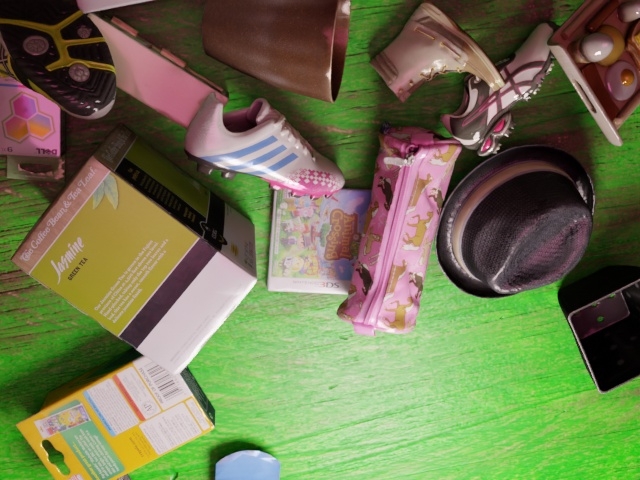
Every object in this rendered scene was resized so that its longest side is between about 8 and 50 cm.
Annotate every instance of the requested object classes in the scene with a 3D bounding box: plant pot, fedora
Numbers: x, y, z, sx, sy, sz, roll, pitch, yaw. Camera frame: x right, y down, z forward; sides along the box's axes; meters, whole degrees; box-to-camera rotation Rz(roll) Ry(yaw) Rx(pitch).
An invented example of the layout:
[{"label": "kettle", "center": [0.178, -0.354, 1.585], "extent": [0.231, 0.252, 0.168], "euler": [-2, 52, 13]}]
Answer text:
[{"label": "plant pot", "center": [0.570, 0.151, 1.681], "extent": [0.188, 0.167, 0.188], "euler": [-26, 108, 3]}, {"label": "fedora", "center": [0.385, -0.009, 1.600], "extent": [0.333, 0.152, 0.334], "euler": [-5, 115, -11]}, {"label": "plant pot", "center": [-0.077, -0.355, 1.458], "extent": [0.230, 0.215, 0.216], "euler": [8, 106, 6]}]

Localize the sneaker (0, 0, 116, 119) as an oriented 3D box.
[{"label": "sneaker", "center": [-0.470, -0.318, 1.394], "extent": [0.384, 0.147, 0.145], "euler": [42, 59, 15]}]

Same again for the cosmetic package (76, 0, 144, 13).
[{"label": "cosmetic package", "center": [-0.214, -0.501, 1.354], "extent": [0.384, 0.156, 0.217], "euler": [-4, 109, 17]}]

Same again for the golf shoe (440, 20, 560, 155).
[{"label": "golf shoe", "center": [0.332, -0.290, 1.562], "extent": [0.120, 0.105, 0.273], "euler": [31, 100, -6]}]

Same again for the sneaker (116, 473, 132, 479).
[{"label": "sneaker", "center": [-0.453, 0.517, 1.745], "extent": [0.166, 0.065, 0.076], "euler": [-25, 91, -2]}]

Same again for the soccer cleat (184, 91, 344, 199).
[{"label": "soccer cleat", "center": [-0.075, -0.164, 1.494], "extent": [0.331, 0.116, 0.143], "euler": [9, 113, -37]}]

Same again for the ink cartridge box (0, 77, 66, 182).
[{"label": "ink cartridge box", "center": [-0.509, -0.202, 1.517], "extent": [0.108, 0.062, 0.209], "euler": [3, 106, -7]}]

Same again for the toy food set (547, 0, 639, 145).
[{"label": "toy food set", "center": [0.557, -0.348, 1.525], "extent": [0.306, 0.092, 0.220], "euler": [-45, 108, -18]}]

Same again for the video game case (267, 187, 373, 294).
[{"label": "video game case", "center": [0.000, 0.000, 1.651], "extent": [0.193, 0.023, 0.213], "euler": [3, 106, -7]}]

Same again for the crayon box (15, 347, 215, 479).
[{"label": "crayon box", "center": [-0.395, 0.344, 1.680], "extent": [0.322, 0.083, 0.203], "euler": [-28, 107, 2]}]

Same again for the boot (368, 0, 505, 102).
[{"label": "boot", "center": [0.207, -0.302, 1.530], "extent": [0.165, 0.077, 0.213], "euler": [-46, 77, 10]}]

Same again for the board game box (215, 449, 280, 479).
[{"label": "board game box", "center": [-0.153, 0.498, 1.779], "extent": [0.133, 0.033, 0.169], "euler": [0, 111, -11]}]

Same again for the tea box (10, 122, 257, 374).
[{"label": "tea box", "center": [-0.296, -0.001, 1.460], "extent": [0.323, 0.329, 0.220], "euler": [39, 99, -14]}]

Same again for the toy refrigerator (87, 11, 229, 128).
[{"label": "toy refrigerator", "center": [-0.293, -0.292, 1.493], "extent": [0.269, 0.102, 0.094], "euler": [30, 101, -13]}]

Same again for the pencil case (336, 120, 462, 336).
[{"label": "pencil case", "center": [0.143, -0.016, 1.577], "extent": [0.167, 0.160, 0.386], "euler": [4, 105, -34]}]
